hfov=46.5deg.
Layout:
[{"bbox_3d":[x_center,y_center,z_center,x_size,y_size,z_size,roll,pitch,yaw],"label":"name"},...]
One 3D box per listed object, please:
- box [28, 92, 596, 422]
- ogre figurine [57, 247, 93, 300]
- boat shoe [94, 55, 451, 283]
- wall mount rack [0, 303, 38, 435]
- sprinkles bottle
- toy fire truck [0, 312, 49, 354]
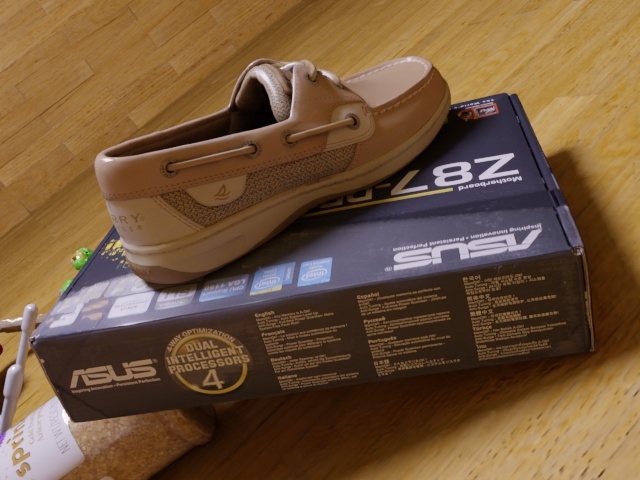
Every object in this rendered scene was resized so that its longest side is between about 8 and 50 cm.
[{"bbox_3d":[0.000,0.000,0.648,0.395,0.097,0.318,-10,29,12],"label":"box"},{"bbox_3d":[-0.356,0.050,1.239,0.197,0.097,0.118,-12,10,17],"label":"ogre figurine"},{"bbox_3d":[-0.018,-0.093,0.605,0.341,0.110,0.121,-35,32,-33],"label":"boat shoe"},{"bbox_3d":[-0.436,0.246,0.898,0.304,0.130,0.350,-38,22,-4],"label":"wall mount rack"},{"bbox_3d":[-0.269,0.231,0.691,0.355,0.121,0.121,-35,22,1],"label":"sprinkles bottle"},{"bbox_3d":[-0.528,0.173,1.168,0.246,0.158,0.217,-56,16,-22],"label":"toy fire truck"}]
